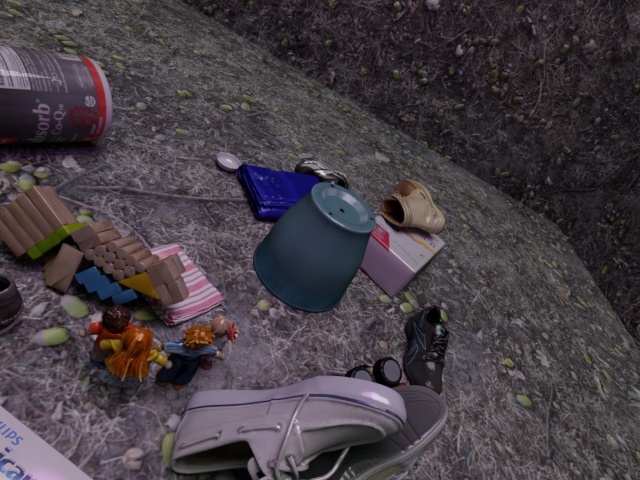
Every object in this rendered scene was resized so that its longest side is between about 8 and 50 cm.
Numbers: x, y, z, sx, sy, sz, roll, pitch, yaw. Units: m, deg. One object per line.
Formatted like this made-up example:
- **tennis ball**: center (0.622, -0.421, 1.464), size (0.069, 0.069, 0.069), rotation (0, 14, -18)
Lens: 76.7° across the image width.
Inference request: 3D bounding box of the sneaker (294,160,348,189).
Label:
- **sneaker**: center (0.015, -0.229, 1.512), size (0.235, 0.078, 0.106), rotation (13, 36, -31)

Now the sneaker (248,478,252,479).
- **sneaker**: center (-0.125, 0.402, 0.610), size (0.135, 0.052, 0.058), rotation (0, 50, -40)

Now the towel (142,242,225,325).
- **towel**: center (-0.317, 0.085, 0.872), size (0.197, 0.029, 0.144), rotation (45, 34, 17)

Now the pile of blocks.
- **pile of blocks**: center (-0.423, 0.031, 0.785), size (0.362, 0.148, 0.112), rotation (31, 5, -7)

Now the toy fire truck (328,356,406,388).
- **toy fire truck**: center (0.099, 0.371, 0.781), size (0.217, 0.158, 0.246), rotation (-5, 69, -37)

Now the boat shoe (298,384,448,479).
- **boat shoe**: center (0.068, 0.352, 0.646), size (0.321, 0.103, 0.118), rotation (-32, 35, -15)

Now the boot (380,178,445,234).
- **boot**: center (0.283, -0.131, 1.372), size (0.204, 0.095, 0.261), rotation (6, 44, -33)

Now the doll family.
- **doll family**: center (-0.253, 0.189, 0.669), size (0.263, 0.163, 0.118), rotation (11, 39, -31)

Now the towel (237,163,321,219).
- **towel**: center (-0.097, -0.156, 1.315), size (0.309, 0.076, 0.227), rotation (3, 48, -39)

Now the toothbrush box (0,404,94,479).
- **toothbrush box**: center (-0.389, 0.345, 0.388), size (0.216, 0.126, 0.295), rotation (35, 34, 3)

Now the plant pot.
- **plant pot**: center (0.000, 0.000, 1.044), size (0.272, 0.255, 0.271), rotation (22, 35, -16)

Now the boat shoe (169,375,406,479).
- **boat shoe**: center (-0.061, 0.296, 0.576), size (0.368, 0.135, 0.156), rotation (-9, 36, 17)

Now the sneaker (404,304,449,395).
- **sneaker**: center (0.282, 0.280, 1.064), size (0.101, 0.106, 0.267), rotation (26, 35, -14)

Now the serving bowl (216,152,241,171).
- **serving bowl**: center (-0.301, -0.250, 1.314), size (0.084, 0.027, 0.083), rotation (22, 34, -16)

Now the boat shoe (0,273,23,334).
- **boat shoe**: center (-0.625, 0.056, 0.585), size (0.336, 0.095, 0.112), rotation (17, 37, -24)

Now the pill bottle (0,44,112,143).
- **pill bottle**: center (-0.694, -0.324, 0.911), size (0.210, 0.210, 0.363), rotation (46, 36, 18)

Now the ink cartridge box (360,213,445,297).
- **ink cartridge box**: center (0.251, 0.023, 1.343), size (0.226, 0.131, 0.306), rotation (43, 36, 15)
